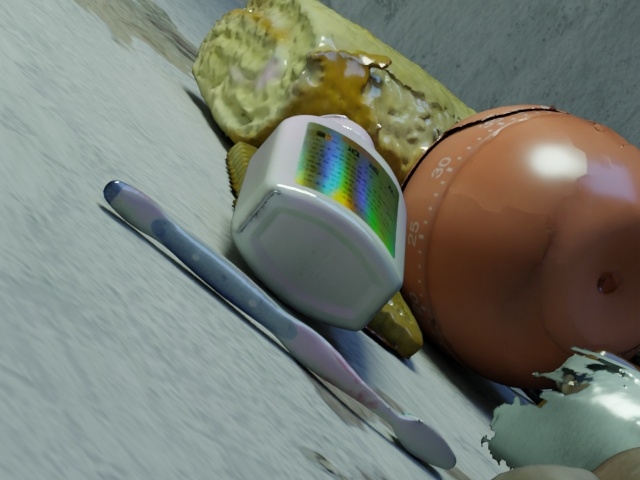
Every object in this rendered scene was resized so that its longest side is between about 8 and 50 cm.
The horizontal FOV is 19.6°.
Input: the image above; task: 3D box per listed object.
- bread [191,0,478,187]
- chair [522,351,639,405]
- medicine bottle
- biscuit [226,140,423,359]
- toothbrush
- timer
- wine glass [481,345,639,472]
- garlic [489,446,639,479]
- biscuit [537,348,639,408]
[{"bbox_3d":[0.070,-0.072,1.699,0.375,0.165,0.236,37,4,-28],"label":"bread"},{"bbox_3d":[0.272,0.146,1.699,0.229,0.106,0.113,33,11,-46],"label":"chair"},{"bbox_3d":[0.004,-0.025,1.279,0.115,0.078,0.219,37,19,-10],"label":"medicine bottle"},{"bbox_3d":[0.000,0.000,1.448,0.172,0.029,0.254,41,8,-14],"label":"biscuit"},{"bbox_3d":[-0.021,0.051,1.077,0.269,0.021,0.027,40,-5,-16],"label":"toothbrush"},{"bbox_3d":[0.175,0.005,1.521,0.229,0.229,0.215,36,-3,-35],"label":"timer"},{"bbox_3d":[0.238,0.183,1.071,0.321,0.143,0.143,32,-1,41],"label":"wine glass"},{"bbox_3d":[0.181,0.180,0.777,0.279,0.132,0.325,26,18,2],"label":"garlic"},{"bbox_3d":[0.307,0.224,1.407,0.366,0.115,0.268,43,8,-4],"label":"biscuit"}]
